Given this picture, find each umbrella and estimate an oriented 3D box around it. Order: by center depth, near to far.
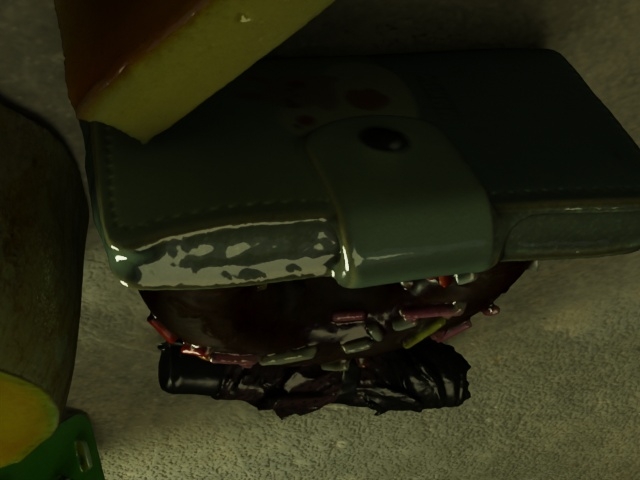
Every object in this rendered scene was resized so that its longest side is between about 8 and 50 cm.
[{"bbox_3d":[-0.001,0.128,1.134,0.326,0.090,0.094,5,164,-23],"label":"umbrella"}]

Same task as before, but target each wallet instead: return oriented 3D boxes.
[{"bbox_3d":[0.027,-0.058,0.744,0.360,0.252,0.083,-5,123,-12],"label":"wallet"}]

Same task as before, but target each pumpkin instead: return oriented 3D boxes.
[{"bbox_3d":[-0.325,0.051,0.837,0.332,0.199,0.332,-7,143,-6],"label":"pumpkin"}]

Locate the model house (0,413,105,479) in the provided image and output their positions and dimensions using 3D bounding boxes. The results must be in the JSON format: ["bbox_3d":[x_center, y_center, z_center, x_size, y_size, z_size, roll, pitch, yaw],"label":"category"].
[{"bbox_3d":[-0.438,0.261,1.177,0.323,0.340,0.300,-3,-165,31],"label":"model house"}]

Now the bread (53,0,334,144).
[{"bbox_3d":[-0.001,-0.201,0.612,0.361,0.138,0.077,-32,142,28],"label":"bread"}]

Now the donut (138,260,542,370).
[{"bbox_3d":[0.000,0.013,0.927,0.345,0.136,0.259,0,146,-15],"label":"donut"}]
